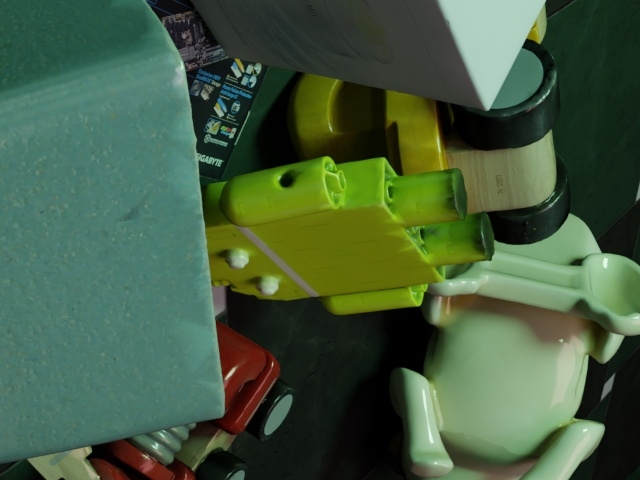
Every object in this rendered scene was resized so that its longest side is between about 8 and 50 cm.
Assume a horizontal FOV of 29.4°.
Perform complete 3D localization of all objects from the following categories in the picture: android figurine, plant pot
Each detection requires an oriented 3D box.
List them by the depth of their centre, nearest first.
[{"bbox_3d":[-0.219,-0.023,0.658,0.252,0.248,0.247,-18,133,-17],"label":"plant pot"},{"bbox_3d":[0.000,0.000,1.028,0.248,0.273,0.056,49,37,-58],"label":"android figurine"}]

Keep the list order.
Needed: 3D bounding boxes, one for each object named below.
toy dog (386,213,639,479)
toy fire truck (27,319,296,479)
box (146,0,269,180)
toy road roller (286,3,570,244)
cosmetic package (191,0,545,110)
[{"bbox_3d":[0.205,0.175,1.510,0.395,0.285,0.408,-87,-173,-65],"label":"toy dog"},{"bbox_3d":[-0.156,0.145,1.013,0.217,0.158,0.246,-56,160,-11],"label":"toy fire truck"},{"bbox_3d":[-0.117,-0.147,0.906,0.220,0.051,0.175,12,103,-60],"label":"box"},{"bbox_3d":[0.097,-0.153,1.147,0.202,0.241,0.329,68,18,-54],"label":"toy road roller"},{"bbox_3d":[0.011,-0.217,0.787,0.138,0.225,0.224,-63,147,-20],"label":"cosmetic package"}]
